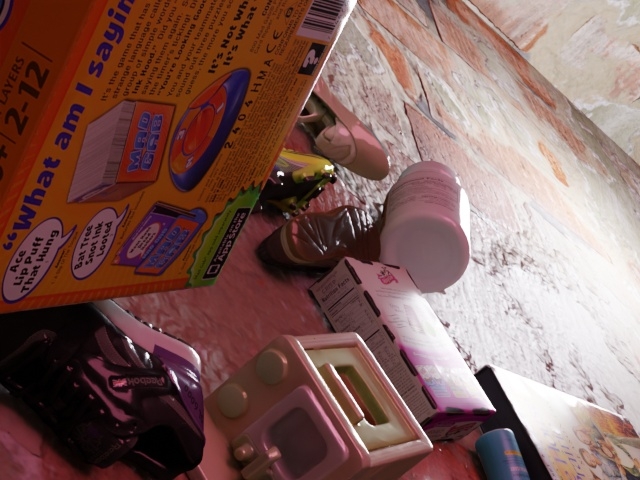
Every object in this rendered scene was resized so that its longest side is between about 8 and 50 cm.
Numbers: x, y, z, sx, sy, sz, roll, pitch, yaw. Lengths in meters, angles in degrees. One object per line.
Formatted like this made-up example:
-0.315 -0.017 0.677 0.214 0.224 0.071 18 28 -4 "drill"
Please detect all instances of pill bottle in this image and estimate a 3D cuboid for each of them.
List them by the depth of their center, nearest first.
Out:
0.154 -0.028 2.010 0.131 0.131 0.229 44 22 -14 "pill bottle"

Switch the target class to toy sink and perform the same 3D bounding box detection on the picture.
-0.016 0.184 1.327 0.153 0.131 0.234 56 23 19 "toy sink"

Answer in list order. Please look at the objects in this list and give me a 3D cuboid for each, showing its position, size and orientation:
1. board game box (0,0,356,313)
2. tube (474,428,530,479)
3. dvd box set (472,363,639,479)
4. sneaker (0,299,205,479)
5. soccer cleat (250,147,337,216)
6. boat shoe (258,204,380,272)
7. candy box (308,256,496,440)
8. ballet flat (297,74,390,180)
-0.231 -0.191 1.095 0.356 0.356 0.356 33 16 21 "board game box"
0.248 0.336 1.707 0.080 0.052 0.207 12 46 -37 "tube"
0.387 0.347 1.926 0.420 0.062 0.307 24 32 -47 "dvd box set"
-0.195 0.118 1.140 0.283 0.107 0.124 28 35 -42 "sneaker"
-0.071 -0.096 1.746 0.121 0.093 0.289 48 20 16 "soccer cleat"
0.000 0.001 1.740 0.223 0.073 0.080 -2 80 -60 "boat shoe"
0.102 0.137 1.715 0.159 0.071 0.233 12 43 -56 "candy box"
0.002 -0.178 2.062 0.248 0.086 0.086 50 21 6 "ballet flat"
